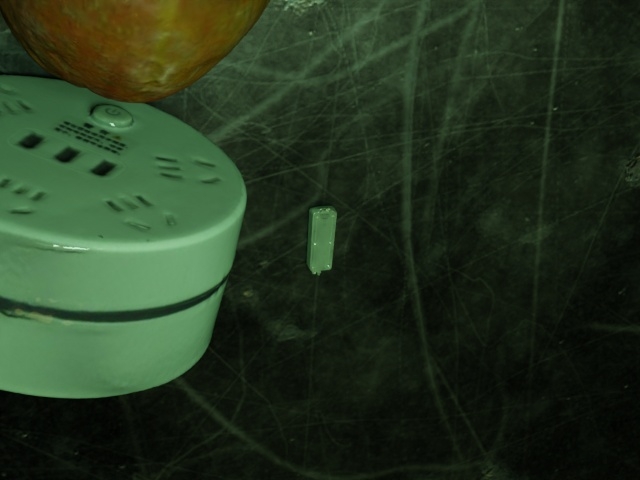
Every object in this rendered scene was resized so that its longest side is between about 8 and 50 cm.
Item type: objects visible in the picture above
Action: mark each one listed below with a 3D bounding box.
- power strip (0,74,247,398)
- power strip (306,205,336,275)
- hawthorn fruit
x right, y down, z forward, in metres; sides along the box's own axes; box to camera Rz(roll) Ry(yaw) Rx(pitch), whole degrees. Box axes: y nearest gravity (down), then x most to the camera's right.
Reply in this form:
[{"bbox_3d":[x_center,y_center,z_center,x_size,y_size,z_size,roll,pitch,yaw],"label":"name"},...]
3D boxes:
[{"bbox_3d":[-0.245,-0.009,1.568,0.357,0.357,0.161,5,119,-22],"label":"power strip"},{"bbox_3d":[0.000,0.000,1.866,0.027,0.017,0.083,-4,119,-17],"label":"power strip"},{"bbox_3d":[-0.166,-0.240,1.531,0.276,0.277,0.298,0,140,-20],"label":"hawthorn fruit"}]
